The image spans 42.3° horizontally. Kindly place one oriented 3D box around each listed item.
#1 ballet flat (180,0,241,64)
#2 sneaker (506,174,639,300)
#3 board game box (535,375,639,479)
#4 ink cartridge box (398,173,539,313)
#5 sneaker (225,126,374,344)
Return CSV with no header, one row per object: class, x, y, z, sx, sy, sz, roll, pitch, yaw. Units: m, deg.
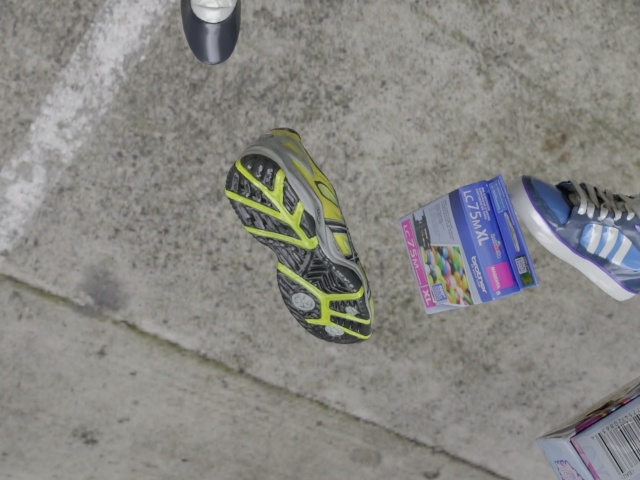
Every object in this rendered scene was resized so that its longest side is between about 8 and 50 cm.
ballet flat,-0.123,-0.303,0.935,0.074,0.203,0.074,2,168,0
sneaker,0.482,-0.055,1.313,0.323,0.130,0.236,36,122,-21
board game box,0.360,0.191,0.537,0.318,0.318,0.066,-27,169,-10
ink cartridge box,0.232,0.015,1.368,0.065,0.186,0.311,-15,175,-21
sneaker,0.000,0.000,1.250,0.145,0.147,0.385,-4,128,27
